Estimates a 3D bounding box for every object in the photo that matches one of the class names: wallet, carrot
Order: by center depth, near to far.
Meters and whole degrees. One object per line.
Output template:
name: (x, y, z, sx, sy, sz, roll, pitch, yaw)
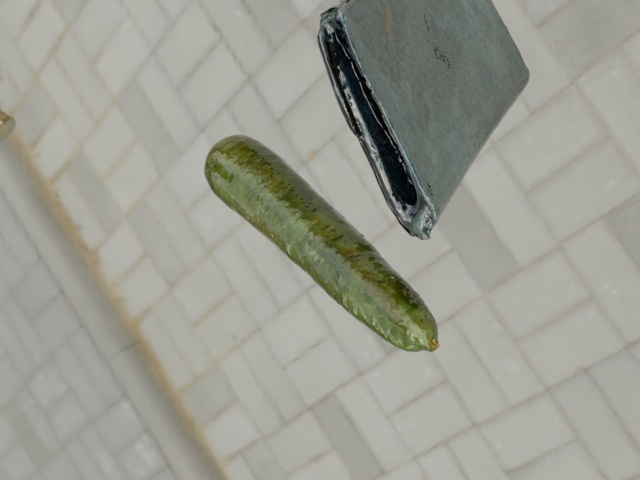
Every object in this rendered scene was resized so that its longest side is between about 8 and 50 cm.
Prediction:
wallet: (0.097, -0.157, 1.055, 0.046, 0.379, 0.190, -21, 105, 28)
carrot: (0.000, 0.000, 1.111, 0.358, 0.074, 0.074, 41, 134, 44)

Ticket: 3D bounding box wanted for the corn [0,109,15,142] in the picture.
corn: (-0.474, -0.183, 1.238, 0.347, 0.130, 0.130, 25, 128, 5)
